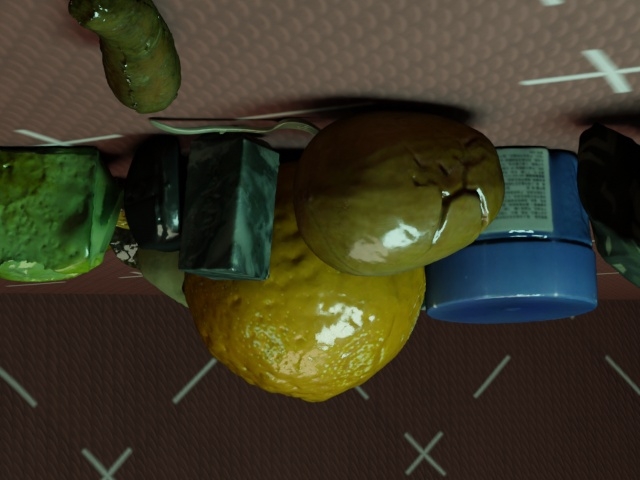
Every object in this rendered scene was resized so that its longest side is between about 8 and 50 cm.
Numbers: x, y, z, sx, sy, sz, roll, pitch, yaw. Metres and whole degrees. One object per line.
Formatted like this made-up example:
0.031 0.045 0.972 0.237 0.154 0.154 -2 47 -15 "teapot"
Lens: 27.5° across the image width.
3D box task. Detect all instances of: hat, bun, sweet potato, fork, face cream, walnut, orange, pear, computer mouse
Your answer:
0.503 0.013 1.667 0.366 0.257 0.382 26 164 35 "hat"
-0.158 0.039 2.057 0.259 0.160 0.259 30 -178 -1 "bun"
-0.163 -0.173 1.136 0.075 0.075 0.273 -2 169 0 "sweet potato"
-0.099 -0.139 1.597 0.219 0.028 0.034 4 179 -8 "fork"
0.269 -0.006 1.889 0.248 0.225 0.249 -1 169 0 "face cream"
0.105 -0.064 1.565 0.297 0.203 0.203 -16 -179 -30 "walnut"
-0.014 0.045 1.821 0.340 0.341 0.293 4 145 -33 "orange"
-0.416 -0.024 1.824 0.286 0.176 0.282 0 174 -5 "pear"
-0.221 -0.054 1.757 0.086 0.138 0.270 -4 174 -4 "computer mouse"

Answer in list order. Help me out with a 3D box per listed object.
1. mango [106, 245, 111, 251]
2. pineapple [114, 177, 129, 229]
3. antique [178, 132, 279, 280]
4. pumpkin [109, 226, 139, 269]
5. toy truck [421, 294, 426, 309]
-0.416 -0.010 2.204 0.195 0.098 0.137 -4 170 -23 "mango"
-0.320 -0.062 1.995 0.116 0.069 0.137 2 165 20 "pineapple"
-0.115 -0.045 1.660 0.088 0.183 0.086 -1 170 31 "antique"
-0.226 -0.012 2.193 0.163 0.111 0.278 -11 168 29 "pumpkin"
0.159 0.059 2.579 0.363 0.177 0.178 5 158 -31 "toy truck"
